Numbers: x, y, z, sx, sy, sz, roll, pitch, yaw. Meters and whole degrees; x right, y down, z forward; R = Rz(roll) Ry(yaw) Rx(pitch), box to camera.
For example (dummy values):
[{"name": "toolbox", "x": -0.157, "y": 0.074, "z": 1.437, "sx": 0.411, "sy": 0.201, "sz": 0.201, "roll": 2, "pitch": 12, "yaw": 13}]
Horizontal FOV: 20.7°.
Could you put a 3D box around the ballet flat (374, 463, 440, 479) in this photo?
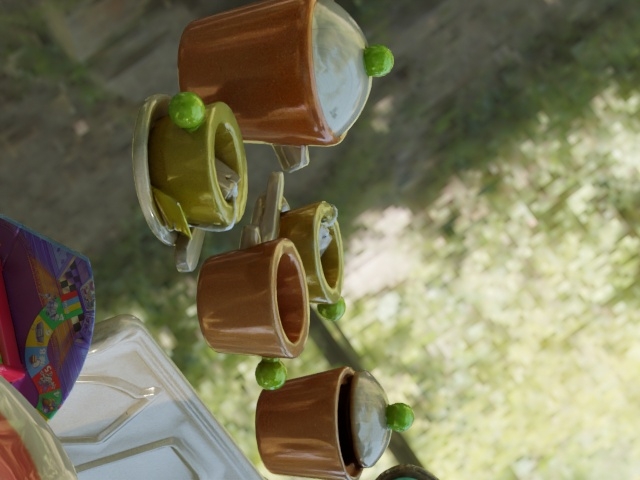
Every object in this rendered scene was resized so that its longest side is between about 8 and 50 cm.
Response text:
[{"name": "ballet flat", "x": 0.087, "y": 0.219, "z": 1.090, "sx": 0.073, "sy": 0.206, "sz": 0.067, "roll": -19, "pitch": -165, "yaw": 19}]

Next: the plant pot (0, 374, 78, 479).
[{"name": "plant pot", "x": -0.239, "y": 0.171, "z": 0.742, "sx": 0.243, "sy": 0.275, "sz": 0.275, "roll": -56, "pitch": 162, "yaw": 23}]

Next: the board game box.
[{"name": "board game box", "x": -0.213, "y": 0.047, "z": 1.029, "sx": 0.033, "sy": 0.169, "sz": 0.133, "roll": 26, "pitch": 89, "yaw": -60}]

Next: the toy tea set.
[{"name": "toy tea set", "x": 0.000, "y": 0.000, "z": 1.074, "sx": 0.124, "sy": 0.200, "sz": 0.336, "roll": -5, "pitch": 133, "yaw": 16}]

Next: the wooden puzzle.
[{"name": "wooden puzzle", "x": -0.240, "y": 0.165, "z": 1.408, "sx": 0.322, "sy": 0.080, "sz": 0.348, "roll": -17, "pitch": 148, "yaw": 10}]
